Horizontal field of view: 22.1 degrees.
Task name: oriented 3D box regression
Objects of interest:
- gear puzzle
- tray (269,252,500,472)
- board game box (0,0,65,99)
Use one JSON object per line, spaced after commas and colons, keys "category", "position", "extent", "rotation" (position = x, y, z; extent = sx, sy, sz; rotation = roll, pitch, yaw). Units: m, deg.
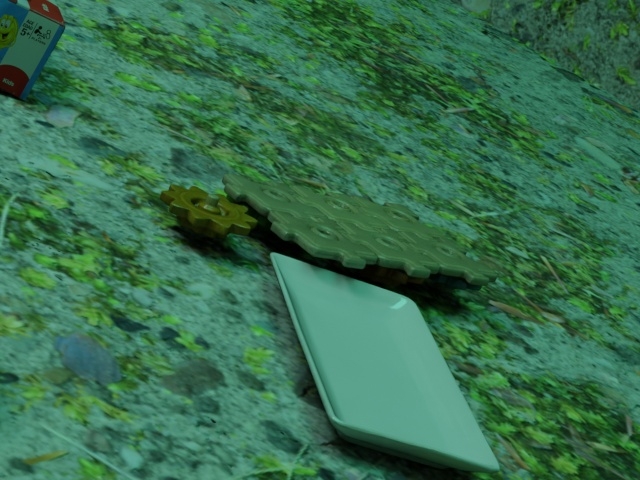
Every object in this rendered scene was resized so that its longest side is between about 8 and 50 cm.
{"category": "gear puzzle", "position": [0.000, 0.000, 1.493], "extent": [0.339, 0.044, 0.175], "rotation": [9, 21, -41]}
{"category": "tray", "position": [0.040, 0.100, 1.307], "extent": [0.145, 0.030, 0.270], "rotation": [18, 21, -20]}
{"category": "board game box", "position": [-0.418, -0.288, 1.574], "extent": [0.302, 0.086, 0.308], "rotation": [24, 18, -30]}
